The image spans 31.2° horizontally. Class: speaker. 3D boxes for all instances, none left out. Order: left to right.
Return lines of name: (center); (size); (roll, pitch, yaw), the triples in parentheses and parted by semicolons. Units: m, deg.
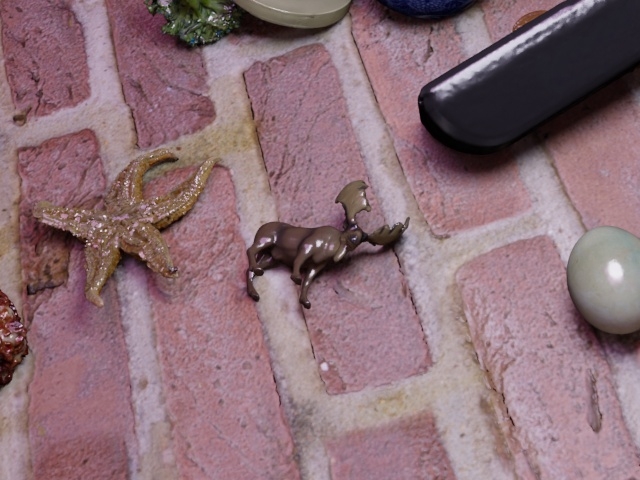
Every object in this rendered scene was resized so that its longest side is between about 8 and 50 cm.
speaker: (0.342, -0.220, 1.612); (0.388, 0.180, 0.184); (-30, 84, 4)

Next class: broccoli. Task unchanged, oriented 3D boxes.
broccoli: (-0.210, -0.403, 1.909); (0.167, 0.160, 0.154); (43, 83, 7)

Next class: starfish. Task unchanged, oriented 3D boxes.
starfish: (-0.279, -0.019, 1.702); (0.299, 0.060, 0.302); (-12, 45, -1)

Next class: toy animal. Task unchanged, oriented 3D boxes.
toy animal: (0.000, 0.000, 1.589); (0.214, 0.093, 0.186); (8, 48, 31)

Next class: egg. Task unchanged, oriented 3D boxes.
egg: (0.366, 0.047, 1.434); (0.114, 0.114, 0.152); (-11, 50, 7)

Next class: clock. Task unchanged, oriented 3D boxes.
clock: (-0.059, -0.435, 1.910); (0.235, 0.029, 0.235); (10, 44, -10)

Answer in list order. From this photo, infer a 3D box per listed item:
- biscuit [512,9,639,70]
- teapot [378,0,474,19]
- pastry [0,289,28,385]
biscuit: (0.396, -0.314, 1.751); (0.205, 0.031, 0.138); (5, 62, 17)
teapot: (0.167, -0.496, 1.796); (0.424, 0.280, 0.252); (9, 58, 20)
pastry: (-0.493, 0.119, 1.639); (0.115, 0.097, 0.208); (-29, 49, -20)
